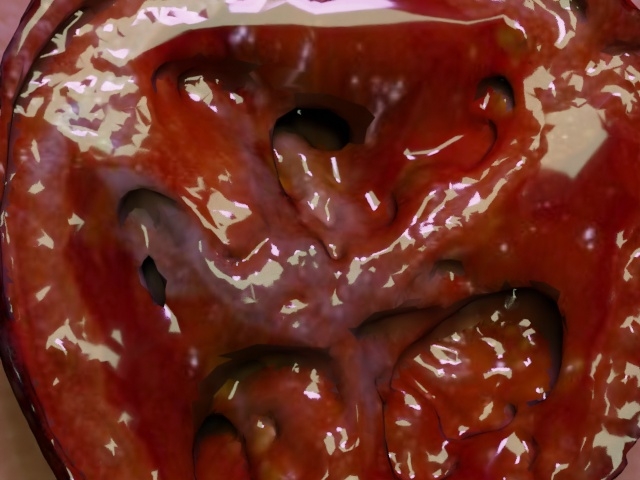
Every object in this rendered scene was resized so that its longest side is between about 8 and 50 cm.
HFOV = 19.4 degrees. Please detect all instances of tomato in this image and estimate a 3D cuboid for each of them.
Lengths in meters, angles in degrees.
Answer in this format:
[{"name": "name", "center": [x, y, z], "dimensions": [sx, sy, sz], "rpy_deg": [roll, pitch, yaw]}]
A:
[{"name": "tomato", "center": [-0.002, -0.002, 0.590], "dimensions": [0.228, 0.101, 0.228], "rpy_deg": [-1, 95, -10]}]
